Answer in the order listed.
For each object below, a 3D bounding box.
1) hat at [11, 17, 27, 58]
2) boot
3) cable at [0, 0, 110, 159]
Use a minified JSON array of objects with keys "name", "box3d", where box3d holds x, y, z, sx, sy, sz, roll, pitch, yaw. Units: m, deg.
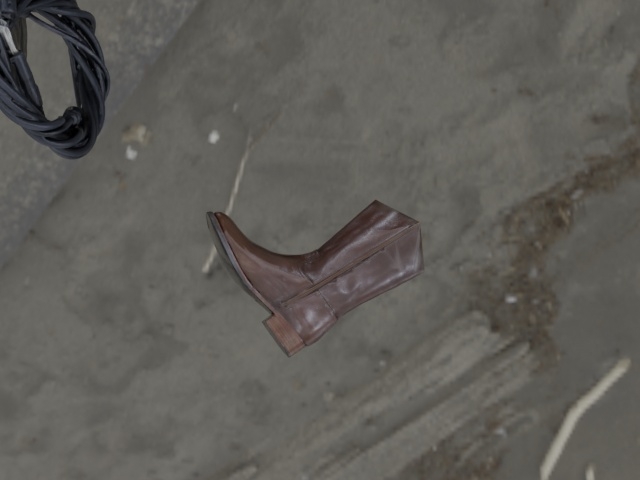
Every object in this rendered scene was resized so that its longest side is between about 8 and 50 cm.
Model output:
[{"name":"hat","box3d":[-0.465,-0.395,1.709,0.331,0.134,0.331,40,156,22]},{"name":"boot","box3d":[0.000,0.000,0.756,0.114,0.037,0.106,-34,100,-10]},{"name":"cable","box3d":[-0.218,-0.141,1.016,0.047,0.150,0.184,-18,160,14]}]
